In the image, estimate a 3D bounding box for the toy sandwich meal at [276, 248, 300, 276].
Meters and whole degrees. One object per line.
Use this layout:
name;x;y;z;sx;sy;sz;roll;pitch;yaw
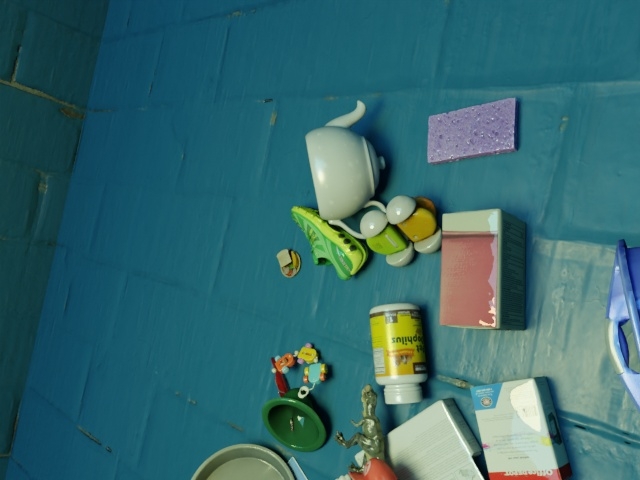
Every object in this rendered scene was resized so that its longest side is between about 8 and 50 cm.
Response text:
toy sandwich meal;-0.093;0.064;1.507;0.085;0.029;0.086;-9;75;38

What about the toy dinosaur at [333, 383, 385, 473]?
toy dinosaur;0.103;0.467;1.173;0.118;0.064;0.269;-25;69;27

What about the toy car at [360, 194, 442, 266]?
toy car;0.192;-0.039;1.235;0.181;0.159;0.136;-29;29;32

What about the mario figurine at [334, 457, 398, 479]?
mario figurine;0.056;0.592;1.045;0.197;0.170;0.321;15;82;37

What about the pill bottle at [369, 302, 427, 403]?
pill bottle;0.178;0.255;1.187;0.117;0.117;0.215;-15;72;37

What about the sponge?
sponge;0.347;-0.248;1.204;0.209;0.031;0.117;-4;79;39

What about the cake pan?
cake pan;-0.203;0.681;1.350;0.293;0.293;0.054;53;158;33

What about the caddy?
caddy;0.548;0.158;0.821;0.179;0.241;0.342;-14;72;32

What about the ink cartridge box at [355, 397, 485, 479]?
ink cartridge box;0.231;0.514;1.129;0.275;0.060;0.239;-43;58;26

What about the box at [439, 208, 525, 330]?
box;0.334;0.065;1.074;0.126;0.148;0.233;-4;78;40

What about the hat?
hat;-0.050;0.424;1.407;0.172;0.184;0.209;-28;103;30

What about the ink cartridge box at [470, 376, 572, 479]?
ink cartridge box;0.389;0.390;1.009;0.134;0.078;0.231;-21;68;36

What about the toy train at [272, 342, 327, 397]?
toy train;-0.047;0.344;1.379;0.125;0.046;0.166;-41;40;-9

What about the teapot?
teapot;0.071;-0.171;1.320;0.186;0.256;0.253;-10;46;0

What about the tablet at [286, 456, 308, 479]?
tablet;-0.065;0.624;1.388;0.083;0.006;0.054;47;111;35

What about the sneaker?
sneaker;0.000;0.000;1.390;0.295;0.109;0.124;43;114;42
